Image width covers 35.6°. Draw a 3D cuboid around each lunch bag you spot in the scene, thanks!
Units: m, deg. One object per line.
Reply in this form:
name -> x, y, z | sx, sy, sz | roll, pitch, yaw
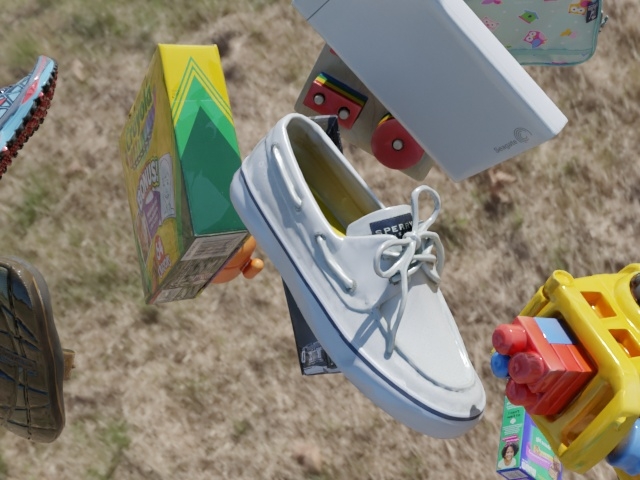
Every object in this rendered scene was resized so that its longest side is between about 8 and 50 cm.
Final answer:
lunch bag -> 0.365, -0.402, 1.770 | 0.279, 0.224, 0.108 | 2, 56, 10

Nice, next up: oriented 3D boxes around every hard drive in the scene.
hard drive -> 0.137, -0.243, 1.342 | 0.047, 0.353, 0.233 | -50, 12, -27

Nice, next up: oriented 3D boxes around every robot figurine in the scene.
robot figurine -> -0.193, 0.006, 1.914 | 0.128, 0.219, 0.158 | -13, 75, -19

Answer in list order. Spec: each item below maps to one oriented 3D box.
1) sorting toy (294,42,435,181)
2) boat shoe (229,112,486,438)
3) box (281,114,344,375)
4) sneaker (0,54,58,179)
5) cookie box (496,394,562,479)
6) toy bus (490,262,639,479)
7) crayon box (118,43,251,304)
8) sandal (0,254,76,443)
sorting toy -> 0.112, -0.249, 1.611 | 0.257, 0.255, 0.089 | -61, -1, 28
boat shoe -> 0.060, 0.013, 0.980 | 0.367, 0.136, 0.156 | 54, 129, 23
box -> 0.000, 0.000, 1.437 | 0.076, 0.307, 0.242 | -6, 24, 12
sneaker -> -0.497, -0.194, 1.511 | 0.262, 0.125, 0.104 | -62, 7, -25
cookie box -> 0.270, 0.261, 1.271 | 0.040, 0.092, 0.107 | -21, 44, 40
toy bus -> 0.244, 0.130, 0.843 | 0.149, 0.211, 0.220 | -58, 44, 33
crayon box -> -0.233, -0.097, 1.633 | 0.106, 0.363, 0.313 | -7, 73, -24
sandal -> -0.242, 0.091, 0.832 | 0.090, 0.219, 0.060 | 22, 41, 17
